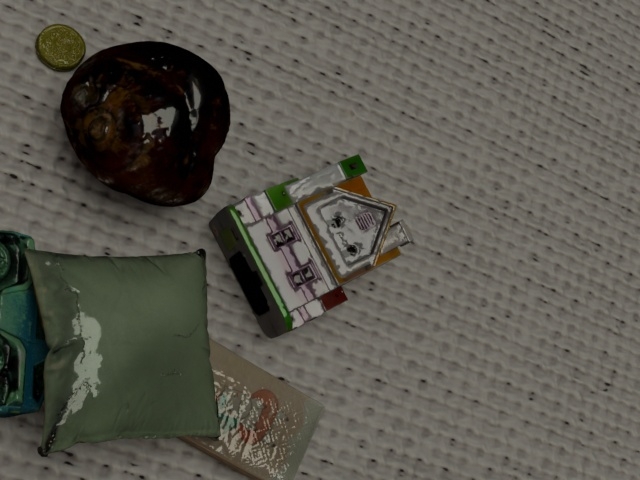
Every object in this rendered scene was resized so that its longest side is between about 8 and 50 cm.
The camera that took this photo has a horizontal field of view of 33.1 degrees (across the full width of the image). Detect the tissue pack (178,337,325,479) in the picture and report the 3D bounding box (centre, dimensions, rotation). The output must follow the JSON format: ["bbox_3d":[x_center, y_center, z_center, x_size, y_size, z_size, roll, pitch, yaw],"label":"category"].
[{"bbox_3d":[-0.166,0.267,1.775,0.325,0.071,0.170,33,66,-14],"label":"tissue pack"}]

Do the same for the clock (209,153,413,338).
[{"bbox_3d":[0.000,0.000,1.883,0.310,0.166,0.235,-26,88,-22],"label":"clock"}]

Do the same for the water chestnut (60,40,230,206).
[{"bbox_3d":[-0.282,-0.190,1.765,0.289,0.244,0.289,1,55,-2],"label":"water chestnut"}]

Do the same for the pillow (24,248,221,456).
[{"bbox_3d":[-0.291,0.160,1.631,0.310,0.119,0.312,1,76,-35],"label":"pillow"}]

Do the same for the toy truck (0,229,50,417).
[{"bbox_3d":[-0.491,0.128,1.617,0.156,0.155,0.278,14,68,-40],"label":"toy truck"}]

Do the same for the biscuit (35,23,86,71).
[{"bbox_3d":[-0.445,-0.330,1.840,0.084,0.023,0.083,7,72,-24],"label":"biscuit"}]
